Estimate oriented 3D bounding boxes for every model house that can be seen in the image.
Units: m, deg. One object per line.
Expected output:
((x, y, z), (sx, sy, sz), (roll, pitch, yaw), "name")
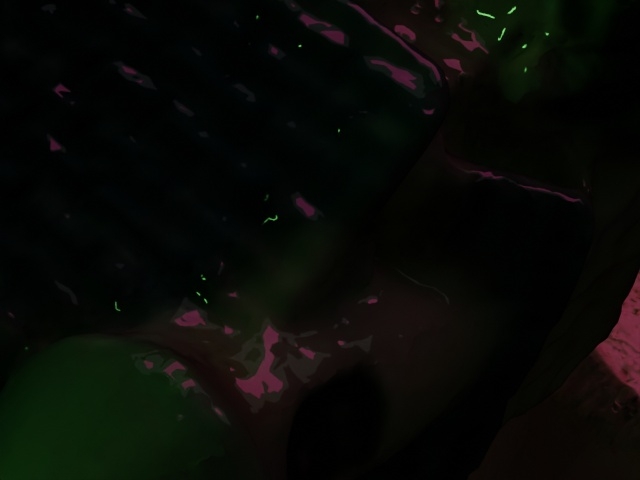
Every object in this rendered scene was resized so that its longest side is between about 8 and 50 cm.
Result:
((-0.072, -0.054, 0.477), (0.298, 0.243, 0.284), (37, 39, 20), "model house")

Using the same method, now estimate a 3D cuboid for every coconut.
((0.123, 0.081, 0.661), (0.147, 0.153, 0.147), (8, 44, -8), "coconut")
